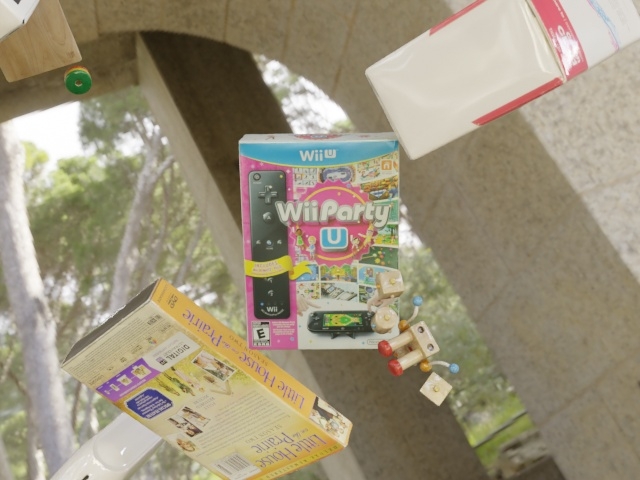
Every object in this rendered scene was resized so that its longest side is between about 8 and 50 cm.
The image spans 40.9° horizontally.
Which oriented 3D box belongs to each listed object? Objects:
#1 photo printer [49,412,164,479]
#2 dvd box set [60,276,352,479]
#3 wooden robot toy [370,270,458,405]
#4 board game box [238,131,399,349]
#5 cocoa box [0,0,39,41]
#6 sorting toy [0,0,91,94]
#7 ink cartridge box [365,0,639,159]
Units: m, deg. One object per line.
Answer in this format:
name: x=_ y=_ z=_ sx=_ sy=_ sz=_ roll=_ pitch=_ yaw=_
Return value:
photo printer: x=-0.433 y=0.453 z=1.718 sx=0.256 sy=0.107 sz=0.307 roll=-47 pitch=-4 yaw=21
dvd box set: x=-0.197 y=0.263 z=1.466 sx=0.307 sy=0.420 sz=0.062 roll=-35 pitch=23 yaw=40
wooden robot toy: x=0.101 y=0.128 z=1.063 sx=0.076 sy=0.173 sz=0.079 roll=-23 pitch=-13 yaw=-17
board game box: x=0.000 y=0.000 z=1.234 sx=0.224 sy=0.303 sz=0.097 roll=-1 pitch=13 yaw=2
cocoa box: x=-0.566 y=-0.416 z=1.154 sx=0.228 sy=0.231 sz=0.347 roll=-26 pitch=-55 yaw=27
sorting toy: x=-0.493 y=-0.358 z=1.445 sx=0.132 sy=0.046 sz=0.274 roll=-19 pitch=-47 yaw=-6
ink cartridge box: x=0.236 y=-0.231 z=1.054 sx=0.226 sy=0.131 sz=0.306 roll=-26 pitch=1 yaw=42
